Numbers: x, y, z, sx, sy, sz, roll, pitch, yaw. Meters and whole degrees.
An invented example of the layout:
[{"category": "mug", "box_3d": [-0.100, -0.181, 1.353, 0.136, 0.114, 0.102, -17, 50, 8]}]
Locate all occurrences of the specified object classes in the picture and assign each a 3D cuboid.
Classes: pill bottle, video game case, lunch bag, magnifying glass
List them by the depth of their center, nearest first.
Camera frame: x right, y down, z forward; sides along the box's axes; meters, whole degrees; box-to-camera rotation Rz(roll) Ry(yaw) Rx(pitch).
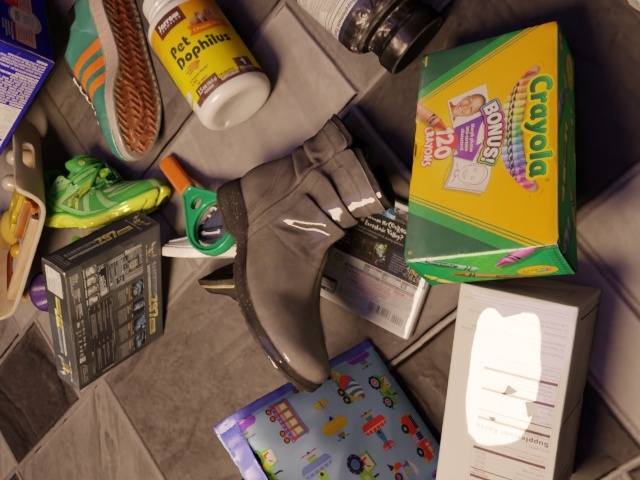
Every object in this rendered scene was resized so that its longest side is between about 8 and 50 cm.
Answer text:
[{"category": "lunch bag", "box_3d": [0.013, 0.279, 0.906, 0.138, 0.293, 0.221, -42, 74, 28]}, {"category": "pill bottle", "box_3d": [0.044, -0.317, 0.908, 0.219, 0.123, 0.123, 43, 116, 5]}, {"category": "video game case", "box_3d": [0.070, 0.020, 1.001, 0.190, 0.022, 0.173, 25, 109, 27]}, {"category": "pill bottle", "box_3d": [-0.174, -0.277, 1.057, 0.117, 0.117, 0.215, -42, 75, 28]}, {"category": "magnifying glass", "box_3d": [-0.191, -0.061, 1.106, 0.092, 0.026, 0.231, -49, 52, 8]}]

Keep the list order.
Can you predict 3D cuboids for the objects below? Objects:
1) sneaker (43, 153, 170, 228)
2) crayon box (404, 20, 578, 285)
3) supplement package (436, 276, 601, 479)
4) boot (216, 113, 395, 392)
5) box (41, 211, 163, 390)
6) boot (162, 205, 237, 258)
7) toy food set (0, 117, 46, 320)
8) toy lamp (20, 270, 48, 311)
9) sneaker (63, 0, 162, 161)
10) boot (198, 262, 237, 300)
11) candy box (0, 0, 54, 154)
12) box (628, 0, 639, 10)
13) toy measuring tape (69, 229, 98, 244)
[{"category": "sneaker", "box_3d": [-0.383, -0.085, 1.211, 0.295, 0.109, 0.124, -2, 99, 32]}, {"category": "crayon box", "box_3d": [0.195, -0.095, 0.806, 0.165, 0.081, 0.279, -7, 62, 31]}, {"category": "supplement package", "box_3d": [0.234, 0.172, 0.849, 0.133, 0.139, 0.244, 11, 100, 30]}, {"category": "boot", "box_3d": [0.000, 0.000, 0.915, 0.222, 0.118, 0.338, -30, 61, 15]}, {"category": "box", "box_3d": [-0.332, 0.093, 1.123, 0.059, 0.183, 0.233, 26, 129, 27]}, {"category": "boot", "box_3d": [-0.164, -0.015, 1.120, 0.189, 0.069, 0.086, -2, 86, 25]}, {"category": "toy food set", "box_3d": [-0.562, -0.036, 1.267, 0.306, 0.092, 0.220, -61, 36, 30]}, {"category": "toy lamp", "box_3d": [-0.565, 0.103, 1.366, 0.274, 0.080, 0.080, -8, 92, 34]}, {"category": "sneaker", "box_3d": [-0.347, -0.265, 1.177, 0.121, 0.108, 0.303, -17, 79, 32]}, {"category": "boot", "box_3d": [-0.096, 0.104, 1.089, 0.197, 0.076, 0.137, -3, 113, 46]}, {"category": "candy box", "box_3d": [-0.596, -0.282, 1.254, 0.317, 0.122, 0.268, -47, 45, 25]}, {"category": "box", "box_3d": [0.401, -0.311, 0.707, 0.103, 0.114, 0.203, 39, 115, 22]}, {"category": "toy measuring tape", "box_3d": [-0.391, 0.117, 1.257, 0.121, 0.121, 0.330, 36, 129, 23]}]
